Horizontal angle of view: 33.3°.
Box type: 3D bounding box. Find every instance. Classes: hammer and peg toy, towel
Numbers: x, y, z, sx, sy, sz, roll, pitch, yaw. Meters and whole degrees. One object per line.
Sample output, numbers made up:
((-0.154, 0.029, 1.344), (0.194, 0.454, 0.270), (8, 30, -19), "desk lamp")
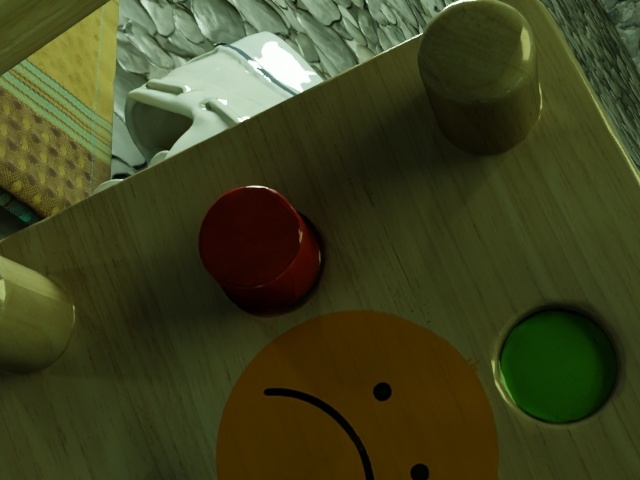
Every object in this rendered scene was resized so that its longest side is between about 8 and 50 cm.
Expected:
((-0.015, 0.029, 0.379), (0.361, 0.266, 0.127), (65, 6, 18), "hammer and peg toy")
((-0.220, -0.196, 0.648), (0.271, 0.040, 0.370), (41, 34, -44), "towel")

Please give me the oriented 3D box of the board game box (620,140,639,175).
((0.221, 0.063, 0.960), (0.303, 0.224, 0.097), (59, 25, 4), "board game box")

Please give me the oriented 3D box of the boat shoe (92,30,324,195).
((-0.042, -0.019, 0.581), (0.367, 0.156, 0.136), (-131, -155, -54), "boat shoe")
